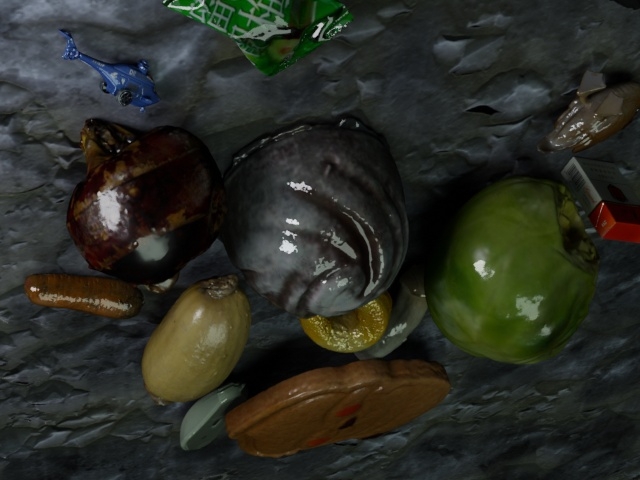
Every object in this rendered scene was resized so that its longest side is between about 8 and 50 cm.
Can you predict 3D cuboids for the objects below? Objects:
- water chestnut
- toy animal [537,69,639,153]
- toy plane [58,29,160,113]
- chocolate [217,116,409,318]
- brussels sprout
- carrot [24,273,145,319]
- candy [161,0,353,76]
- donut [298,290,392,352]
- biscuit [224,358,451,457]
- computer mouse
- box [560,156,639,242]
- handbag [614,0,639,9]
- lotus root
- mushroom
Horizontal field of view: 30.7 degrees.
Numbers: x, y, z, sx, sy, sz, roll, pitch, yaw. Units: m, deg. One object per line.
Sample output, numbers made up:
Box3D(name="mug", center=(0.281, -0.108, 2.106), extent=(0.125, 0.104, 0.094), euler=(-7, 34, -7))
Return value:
Box3D(name="water chestnut", center=(-0.236, -0.057, 1.536), extent=(0.223, 0.238, 0.223), euler=(-37, 179, -1))
Box3D(name="toy animal", center=(0.418, -0.181, 1.803), extent=(0.188, 0.089, 0.179), euler=(-34, 158, 7))
Box3D(name="toy plane", center=(-0.257, -0.209, 1.442), extent=(0.167, 0.054, 0.062), euler=(26, 98, -47))
Box3D(name="chocolate", center=(0.000, 0.000, 1.702), extent=(0.303, 0.213, 0.303), euler=(-15, 145, -11))
Box3D(name="brussels sprout", center=(0.323, 0.058, 1.888), extent=(0.344, 0.268, 0.344), euler=(-22, 136, -23))
Box3D(name="carrot", center=(-0.354, 0.079, 1.749), extent=(0.186, 0.060, 0.060), euler=(12, 132, -28))
Box3D(name="candy", center=(-0.080, -0.287, 1.409), extent=(0.203, 0.078, 0.141), euler=(34, 107, -36))
Box3D(name="donut", center=(0.039, 0.121, 1.955), extent=(0.162, 0.065, 0.178), euler=(-31, 124, 24))
Box3D(name="biscuit", center=(0.037, 0.312, 2.174), extent=(0.455, 0.078, 0.350), euler=(-4, 149, -29))
Box3D(name="computer mouse", center=(-0.197, 0.307, 2.119), extent=(0.182, 0.056, 0.089), euler=(-49, 155, 23))
Box3D(name="box", center=(0.470, -0.067, 1.907), extent=(0.100, 0.152, 0.048), euler=(4, 133, -31))
Box3D(name="handbag", center=(0.390, -0.432, 1.459), extent=(0.275, 0.088, 0.244), euler=(20, 124, -39))
Box3D(name="lotus root", center=(-0.200, 0.172, 1.881), extent=(0.146, 0.131, 0.303), euler=(7, 135, -32))
Box3D(name="mushroom", center=(0.133, 0.128, 2.043), extent=(0.223, 0.092, 0.081), euler=(-45, -178, 33))
